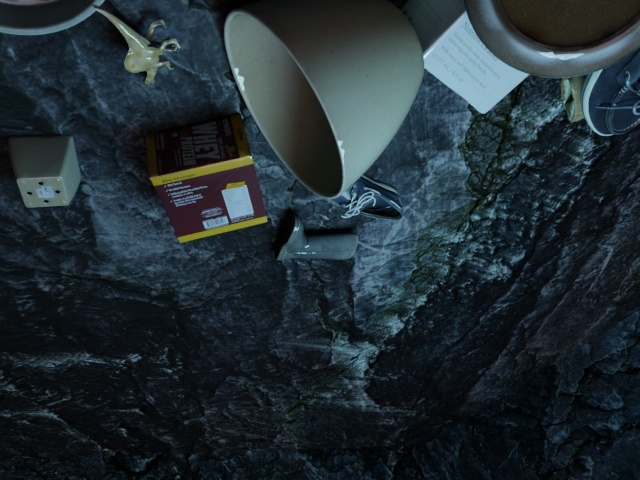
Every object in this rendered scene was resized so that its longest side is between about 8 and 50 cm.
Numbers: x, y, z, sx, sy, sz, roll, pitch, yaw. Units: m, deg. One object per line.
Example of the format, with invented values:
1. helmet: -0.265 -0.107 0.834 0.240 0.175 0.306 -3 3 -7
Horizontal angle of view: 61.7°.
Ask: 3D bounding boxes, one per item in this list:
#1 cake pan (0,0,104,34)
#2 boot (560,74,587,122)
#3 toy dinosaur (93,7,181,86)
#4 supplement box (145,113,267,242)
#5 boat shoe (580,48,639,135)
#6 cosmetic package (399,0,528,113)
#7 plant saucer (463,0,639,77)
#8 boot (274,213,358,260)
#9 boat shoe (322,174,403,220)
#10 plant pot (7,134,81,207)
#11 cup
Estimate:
1. cake pan: -0.417 -0.416 0.697 0.293 0.054 0.293 -11 142 -9
2. boot: 0.700 -0.343 1.235 0.270 0.089 0.236 -24 134 9
3. toy dinosaur: -0.279 -0.310 0.862 0.093 0.053 0.183 -35 160 -8
4. supplement box: -0.225 -0.123 1.080 0.192 0.129 0.194 -14 142 -5
5. boat shoe: 0.622 -0.326 0.986 0.187 0.156 0.500 -28 156 -1
6. cosmetic package: 0.342 -0.433 0.908 0.217 0.156 0.385 21 128 -38
7. plant saucer: 0.360 -0.389 0.756 0.311 0.050 0.310 5 111 12
8. boot: 0.000 -0.003 1.369 0.209 0.076 0.189 4 152 -17
9. boat shoe: 0.094 -0.099 1.283 0.255 0.079 0.095 16 131 -36
10. plant pot: -0.510 -0.121 0.990 0.109 0.096 0.109 -4 140 -17
11. cup: 0.029 -0.269 0.892 0.237 0.331 0.331 -34 145 -15
